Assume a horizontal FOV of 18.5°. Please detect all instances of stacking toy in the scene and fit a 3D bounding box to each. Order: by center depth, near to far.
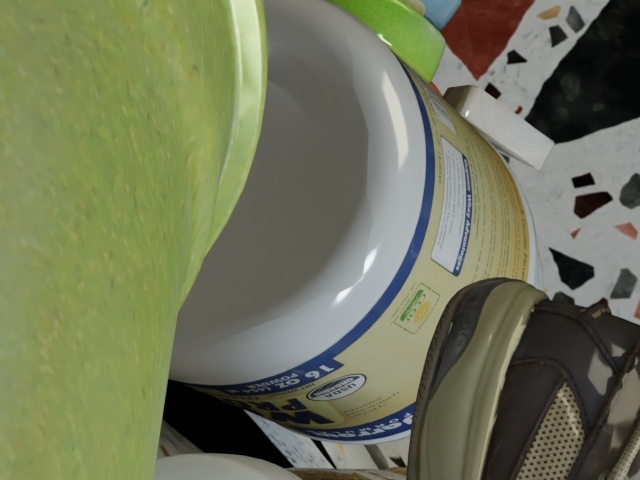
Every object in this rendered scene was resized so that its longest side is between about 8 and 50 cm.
[{"bbox_3d":[0.027,-0.188,1.296,0.279,0.130,0.309,29,-1,42],"label":"stacking toy"}]

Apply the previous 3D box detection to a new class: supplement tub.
[{"bbox_3d":[0.000,0.000,1.184,0.228,0.228,0.316,58,11,25],"label":"supplement tub"}]

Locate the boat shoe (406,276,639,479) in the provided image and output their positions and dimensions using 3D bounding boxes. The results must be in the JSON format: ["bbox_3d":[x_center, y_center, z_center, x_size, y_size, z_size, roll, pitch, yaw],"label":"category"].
[{"bbox_3d":[0.087,0.181,0.794,0.132,0.130,0.355,58,41,-62],"label":"boat shoe"}]

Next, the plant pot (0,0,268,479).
[{"bbox_3d":[-0.141,0.037,0.439,0.276,0.276,0.254,46,24,-36],"label":"plant pot"}]

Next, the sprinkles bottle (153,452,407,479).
[{"bbox_3d":[-0.002,0.165,0.930,0.121,0.121,0.355,56,10,16],"label":"sprinkles bottle"}]
